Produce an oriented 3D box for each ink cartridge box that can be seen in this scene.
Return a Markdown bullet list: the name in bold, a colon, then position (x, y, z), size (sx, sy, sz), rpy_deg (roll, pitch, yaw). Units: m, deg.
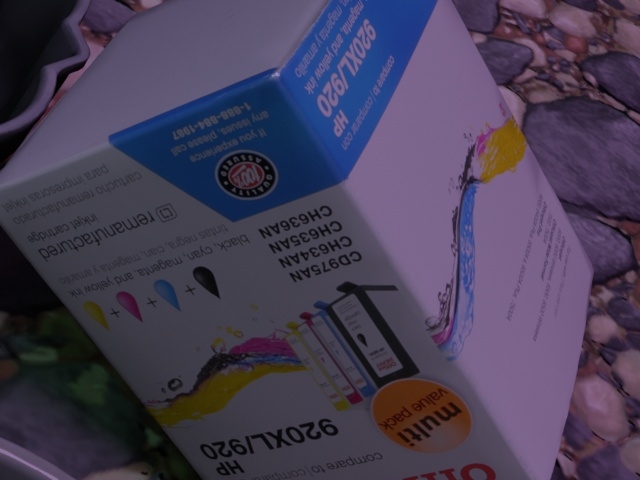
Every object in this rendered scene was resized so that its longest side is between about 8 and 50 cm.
- **ink cartridge box**: position (0.000, 0.000, 0.620), size (0.232, 0.171, 0.168), rpy_deg (56, 35, -24)

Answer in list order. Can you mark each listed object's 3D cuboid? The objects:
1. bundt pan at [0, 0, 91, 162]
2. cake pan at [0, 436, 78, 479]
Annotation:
- **bundt pan**: position (-0.289, -0.117, 0.652), size (0.331, 0.124, 0.331), rpy_deg (18, 43, -18)
- **cake pan**: position (-0.173, 0.196, 0.475), size (0.293, 0.054, 0.293), rpy_deg (18, 43, -18)
